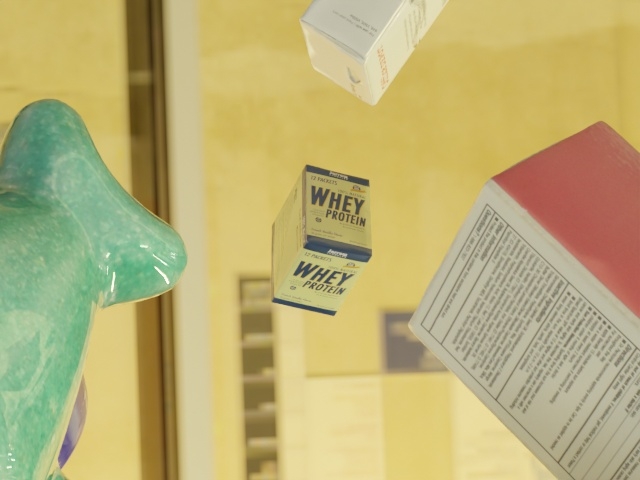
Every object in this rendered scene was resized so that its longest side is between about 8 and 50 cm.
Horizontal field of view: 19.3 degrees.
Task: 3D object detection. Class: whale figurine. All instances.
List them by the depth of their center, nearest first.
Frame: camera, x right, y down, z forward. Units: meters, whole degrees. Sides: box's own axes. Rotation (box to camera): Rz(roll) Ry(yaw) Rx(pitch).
[{"bbox_3d":[-0.151,0.045,0.747,0.272,0.216,0.141,-45,-169,-34],"label":"whale figurine"}]

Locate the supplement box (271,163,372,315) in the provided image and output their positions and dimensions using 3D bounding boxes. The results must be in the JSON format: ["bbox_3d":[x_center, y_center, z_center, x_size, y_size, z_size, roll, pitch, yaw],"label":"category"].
[{"bbox_3d":[0.000,0.000,1.508,0.056,0.083,0.083,13,138,-16],"label":"supplement box"}]

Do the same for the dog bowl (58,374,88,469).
[{"bbox_3d":[-0.311,0.108,1.402,0.265,0.104,0.265,-7,-144,5],"label":"dog bowl"}]

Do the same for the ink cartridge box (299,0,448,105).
[{"bbox_3d":[0.074,-0.263,1.964,0.087,0.208,0.153,32,170,13],"label":"ink cartridge box"}]

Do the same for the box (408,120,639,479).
[{"bbox_3d":[0.194,0.064,1.183,0.127,0.232,0.148,-27,154,-40],"label":"box"}]
